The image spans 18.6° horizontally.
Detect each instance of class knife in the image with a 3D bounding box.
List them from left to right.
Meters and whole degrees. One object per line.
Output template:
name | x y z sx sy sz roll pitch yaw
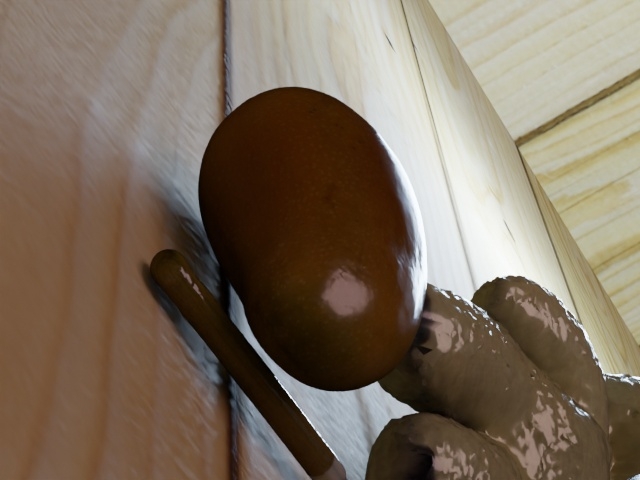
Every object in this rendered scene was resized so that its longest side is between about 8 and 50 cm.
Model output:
knife | 0.012 0.106 0.747 0.256 0.022 0.046 53 -6 -21

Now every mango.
mango | 0.000 0.000 0.786 0.102 0.085 0.184 51 9 -26

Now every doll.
doll | 0.092 0.111 0.924 0.149 0.175 0.278 19 -11 41

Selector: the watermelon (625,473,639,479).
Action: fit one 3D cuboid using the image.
watermelon | 0.171 0.194 0.662 0.269 0.269 0.269 57 11 -18
